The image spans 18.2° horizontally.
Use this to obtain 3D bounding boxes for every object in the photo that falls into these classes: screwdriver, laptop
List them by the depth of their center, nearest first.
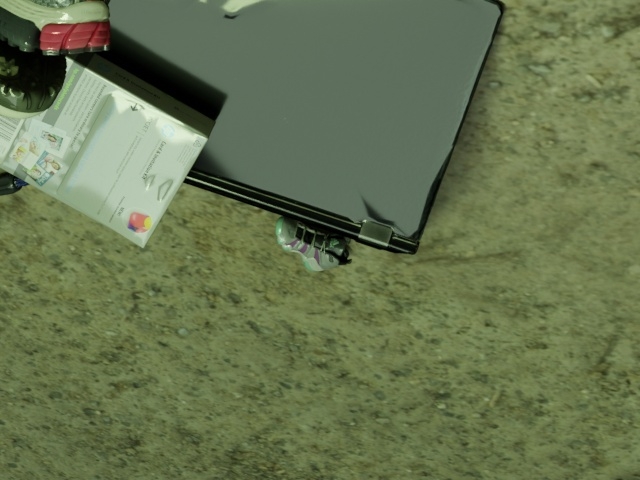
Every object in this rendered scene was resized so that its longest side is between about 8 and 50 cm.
[{"bbox_3d":[-0.053,-0.153,1.942,0.382,0.236,0.408,19,180,1],"label":"laptop"},{"bbox_3d":[-0.316,-0.071,2.232,0.170,0.024,0.025,-12,168,40],"label":"screwdriver"}]

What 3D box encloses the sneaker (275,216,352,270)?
[{"bbox_3d":[0.000,0.000,2.157,0.069,0.038,0.098,-4,153,33],"label":"sneaker"}]

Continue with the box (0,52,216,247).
[{"bbox_3d":[-0.211,-0.096,1.857,0.186,0.038,0.145,29,122,-6],"label":"box"}]

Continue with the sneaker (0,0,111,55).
[{"bbox_3d":[-0.276,-0.255,1.767,0.121,0.112,0.299,-11,-153,-43],"label":"sneaker"}]

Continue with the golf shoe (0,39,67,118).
[{"bbox_3d":[-0.310,-0.143,1.781,0.105,0.120,0.273,-2,-158,-35],"label":"golf shoe"}]
